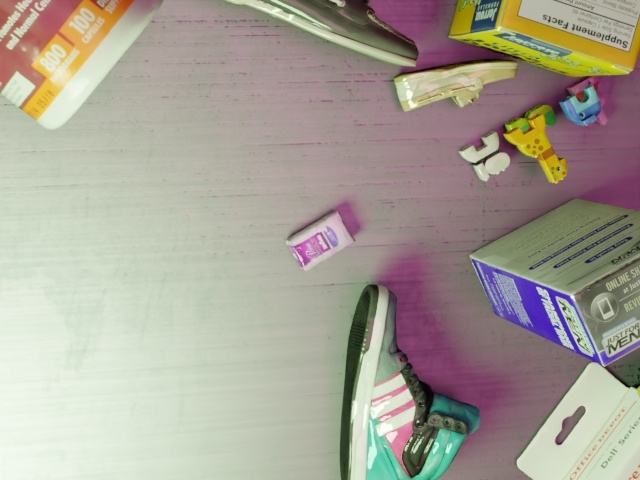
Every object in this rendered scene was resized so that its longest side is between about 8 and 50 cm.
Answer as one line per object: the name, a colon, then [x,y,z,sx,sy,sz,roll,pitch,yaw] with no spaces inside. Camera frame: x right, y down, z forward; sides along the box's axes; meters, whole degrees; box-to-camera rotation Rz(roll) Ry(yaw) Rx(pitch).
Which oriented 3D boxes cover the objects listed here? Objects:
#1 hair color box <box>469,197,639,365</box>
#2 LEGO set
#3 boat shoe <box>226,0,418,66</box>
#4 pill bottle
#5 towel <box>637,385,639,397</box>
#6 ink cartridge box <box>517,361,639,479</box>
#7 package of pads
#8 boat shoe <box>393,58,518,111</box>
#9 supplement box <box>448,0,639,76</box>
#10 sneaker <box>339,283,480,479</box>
hair color box: [0.345,0.043,1.618,0.185,0.339,0.110,-28,101,-9]
LEGO set: [0.317,-0.136,1.721,0.227,0.087,0.093,-30,102,-7]
boat shoe: [-0.017,-0.317,1.611,0.335,0.112,0.095,19,96,-11]
pill bottle: [-0.397,-0.331,1.462,0.392,0.224,0.224,39,87,-15]
towel: [0.528,0.200,1.764,0.237,0.021,0.102,-29,85,-44]
ink cartridge box: [0.480,0.356,1.798,0.353,0.119,0.207,38,86,-14]
package of pads: [0.000,0.000,1.692,0.083,0.032,0.050,-31,100,-8]
boat shoe: [0.185,-0.209,1.698,0.170,0.063,0.059,-9,101,-2]
supplement box: [0.329,-0.411,1.636,0.194,0.195,0.356,16,92,-14]
sneaker: [0.127,0.206,1.695,0.179,0.124,0.295,3,104,-8]
